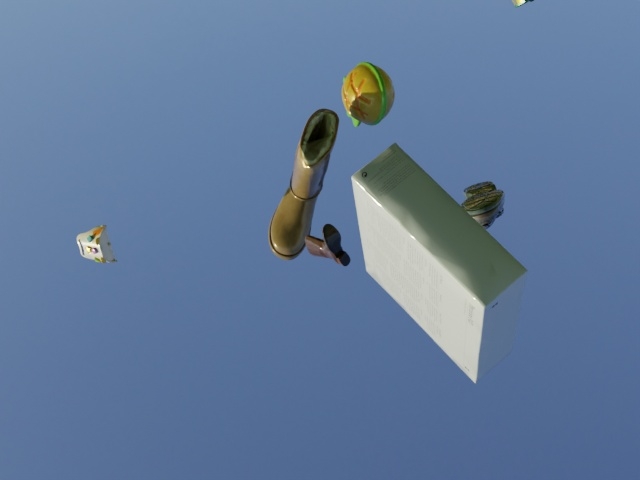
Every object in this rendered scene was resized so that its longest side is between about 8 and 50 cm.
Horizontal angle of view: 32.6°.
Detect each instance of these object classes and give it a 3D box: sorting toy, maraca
[{"bbox_3d":[-0.470,0.014,2.265,0.075,0.083,0.045,2,-154,32],"label":"sorting toy"},{"bbox_3d":[0.087,-0.292,2.202,0.099,0.127,0.185,-11,180,-22],"label":"maraca"}]

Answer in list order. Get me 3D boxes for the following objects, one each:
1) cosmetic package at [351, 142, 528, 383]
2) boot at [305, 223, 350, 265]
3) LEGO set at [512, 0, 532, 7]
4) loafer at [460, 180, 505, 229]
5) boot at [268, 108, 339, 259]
[{"bbox_3d":[0.186,0.048,1.730,0.097,0.377,0.284,-37,-112,-10],"label":"cosmetic package"},{"bbox_3d":[0.000,0.000,2.154,0.037,0.106,0.114,-39,-147,-21],"label":"boot"},{"bbox_3d":[0.477,-0.608,2.098,0.255,0.192,0.331,-29,-176,-29],"label":"LEGO set"},{"bbox_3d":[0.356,-0.064,2.342,0.096,0.084,0.267,-17,-169,11],"label":"loafer"},{"bbox_3d":[-0.038,-0.109,2.206,0.089,0.269,0.236,15,-111,-2],"label":"boot"}]
